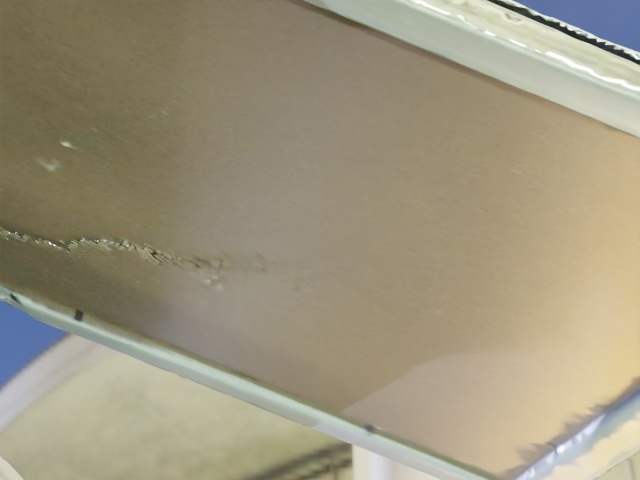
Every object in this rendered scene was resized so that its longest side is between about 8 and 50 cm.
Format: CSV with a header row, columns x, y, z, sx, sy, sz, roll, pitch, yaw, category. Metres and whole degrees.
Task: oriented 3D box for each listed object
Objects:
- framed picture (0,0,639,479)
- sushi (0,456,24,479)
x,y,z,sx,sy,sz,roll,pitch,yaw,category
0.000,0.000,0.454,0.231,0.018,0.293,22,-23,-3,framed picture
-0.221,-0.019,0.513,0.064,0.359,0.343,-45,-98,8,sushi
